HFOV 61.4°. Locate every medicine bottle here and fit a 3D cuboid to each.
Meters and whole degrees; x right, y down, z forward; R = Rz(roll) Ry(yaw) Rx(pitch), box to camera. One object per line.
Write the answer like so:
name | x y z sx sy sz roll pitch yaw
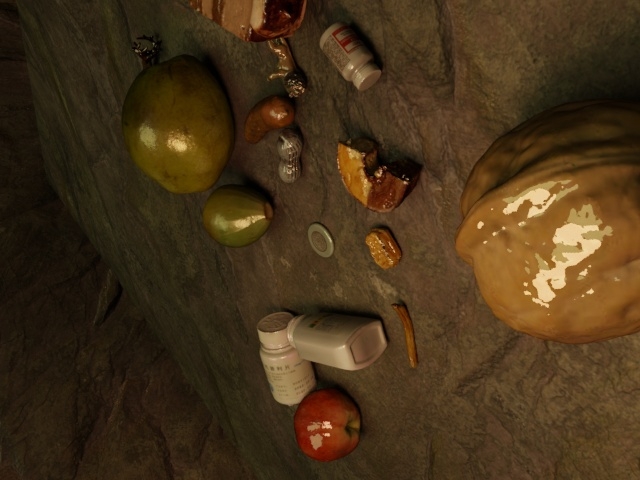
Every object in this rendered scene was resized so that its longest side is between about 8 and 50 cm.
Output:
medicine bottle | 0.030 0.287 1.593 0.324 0.179 0.124 0 112 51
medicine bottle | 0.066 -0.398 1.169 0.140 0.079 0.079 54 145 12
medicine bottle | -0.119 0.408 1.877 0.170 0.170 0.293 11 120 48

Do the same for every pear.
pear | -0.437 -0.345 1.646 0.351 0.351 0.414 13 113 47

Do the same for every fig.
fig | -0.251 -0.074 1.710 0.229 0.207 0.207 9 127 9

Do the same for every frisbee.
frisbee | 0.000 0.000 1.581 0.110 0.014 0.110 31 135 36

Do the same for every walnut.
walnut | 0.385 -0.031 0.805 0.381 0.381 0.382 31 135 37

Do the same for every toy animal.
toy animal | -0.105 -0.456 1.365 0.086 0.069 0.220 -24 99 34
toy animal | -0.591 -0.577 1.908 0.259 0.087 0.244 -12 117 52

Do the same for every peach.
peach | 0.007 0.614 1.808 0.256 0.232 0.233 -5 110 33

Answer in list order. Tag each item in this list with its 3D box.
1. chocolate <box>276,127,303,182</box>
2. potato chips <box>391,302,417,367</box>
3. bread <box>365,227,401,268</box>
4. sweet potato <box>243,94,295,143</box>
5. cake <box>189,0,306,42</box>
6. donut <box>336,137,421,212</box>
chocolate | -0.084 -0.233 1.481 0.072 0.072 0.167 33 137 35
potato chips | 0.232 0.251 1.443 0.026 0.037 0.204 20 134 56
bread | 0.158 0.020 1.368 0.083 0.044 0.111 -22 97 57
sweet potato | -0.150 -0.336 1.488 0.291 0.097 0.098 -7 107 63
cake | -0.140 -0.578 1.220 0.293 0.198 0.196 39 134 23
donut | 0.134 -0.151 1.247 0.217 0.085 0.141 39 140 30
